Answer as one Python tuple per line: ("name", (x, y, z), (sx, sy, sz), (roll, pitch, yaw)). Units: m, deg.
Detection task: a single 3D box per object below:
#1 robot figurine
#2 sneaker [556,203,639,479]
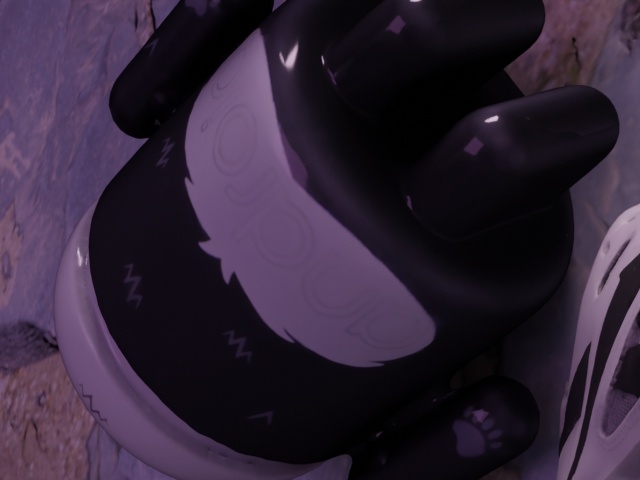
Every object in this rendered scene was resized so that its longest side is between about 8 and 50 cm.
("robot figurine", (0.000, -0.002, 0.757), (0.278, 0.173, 0.209), (-41, 36, 38))
("sneaker", (0.152, 0.006, 0.549), (0.330, 0.122, 0.146), (120, 153, -45))
